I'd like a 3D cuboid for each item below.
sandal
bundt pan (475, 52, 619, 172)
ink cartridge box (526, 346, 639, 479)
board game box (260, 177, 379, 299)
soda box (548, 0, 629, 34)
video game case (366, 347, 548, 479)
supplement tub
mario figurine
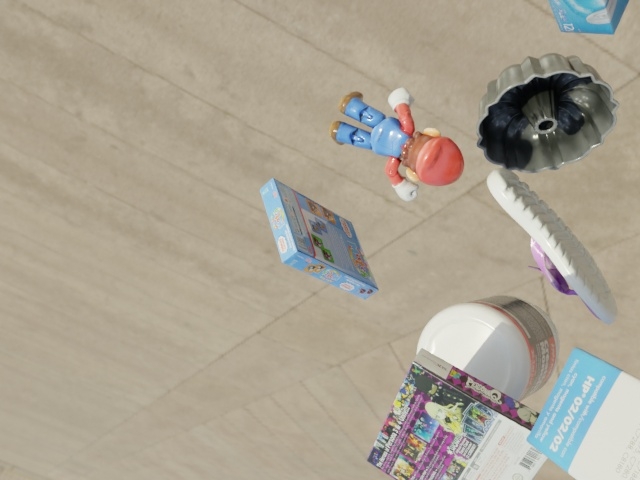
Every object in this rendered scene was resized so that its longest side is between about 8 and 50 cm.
[{"bbox_3d":[0.504,0.019,1.617,0.102,0.169,0.416,-42,78,34],"label":"sandal"},{"bbox_3d":[0.529,-0.316,1.738,0.331,0.124,0.330,-1,143,-1],"label":"bundt pan"},{"bbox_3d":[0.195,0.122,0.326,0.104,0.061,0.181,26,-178,-24],"label":"ink cartridge box"},{"bbox_3d":[0.000,0.000,1.213,0.039,0.160,0.212,-40,138,24],"label":"board game box"},{"bbox_3d":[0.272,-0.313,0.772,0.067,0.071,0.210,17,165,40],"label":"soda box"},{"bbox_3d":[0.190,0.286,1.011,0.210,0.042,0.232,27,129,15],"label":"video game case"},{"bbox_3d":[0.303,0.195,1.272,0.191,0.191,0.272,1,-179,32],"label":"supplement tub"},{"bbox_3d":[0.190,-0.224,1.694,0.321,0.170,0.198,30,146,18],"label":"mario figurine"}]
